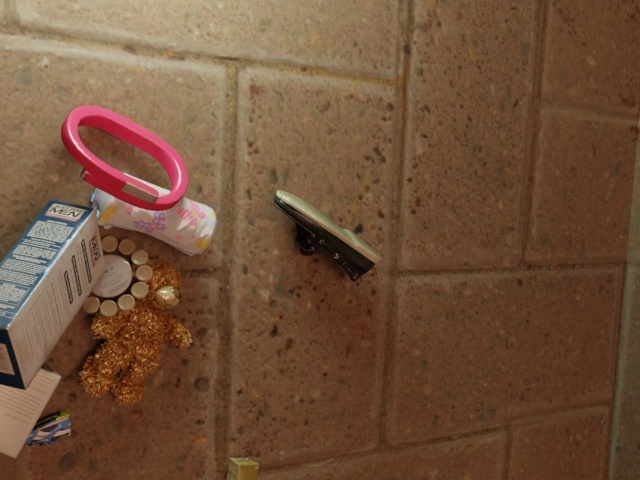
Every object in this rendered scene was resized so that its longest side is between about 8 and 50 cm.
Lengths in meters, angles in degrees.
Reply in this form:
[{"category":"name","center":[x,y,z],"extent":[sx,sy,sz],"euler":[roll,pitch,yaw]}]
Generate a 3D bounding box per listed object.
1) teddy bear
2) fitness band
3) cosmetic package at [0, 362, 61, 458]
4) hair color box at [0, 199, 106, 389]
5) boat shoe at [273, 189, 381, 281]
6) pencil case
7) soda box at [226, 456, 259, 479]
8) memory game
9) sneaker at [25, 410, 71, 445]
[{"category":"teddy bear","center":[-0.402,0.208,1.837],"extent":[0.338,0.113,0.245],"euler":[-52,121,-16]},{"category":"fitness band","center":[-0.411,-0.172,1.741],"extent":[0.291,0.209,0.054],"euler":[29,124,-27]},{"category":"cosmetic package","center":[-0.651,0.312,1.665],"extent":[0.151,0.151,0.183],"euler":[35,77,-30]},{"category":"hair color box","center":[-0.545,0.096,1.596],"extent":[0.347,0.105,0.173],"euler":[-69,167,-48]},{"category":"boat shoe","center":[-0.001,-0.002,2.063],"extent":[0.340,0.127,0.113],"euler":[32,102,-34]},{"category":"pencil case","center":[-0.365,-0.058,1.821],"extent":[0.273,0.113,0.124],"euler":[20,64,-34]},{"category":"soda box","center":[-0.201,0.634,2.047],"extent":[0.058,0.061,0.181],"euler":[6,93,-32]},{"category":"memory game","center":[-0.455,0.076,1.779],"extent":[0.186,0.012,0.186],"euler":[1,68,-3]},{"category":"sneaker","center":[-0.602,0.419,1.770],"extent":[0.144,0.053,0.059],"euler":[-18,108,-28]}]
